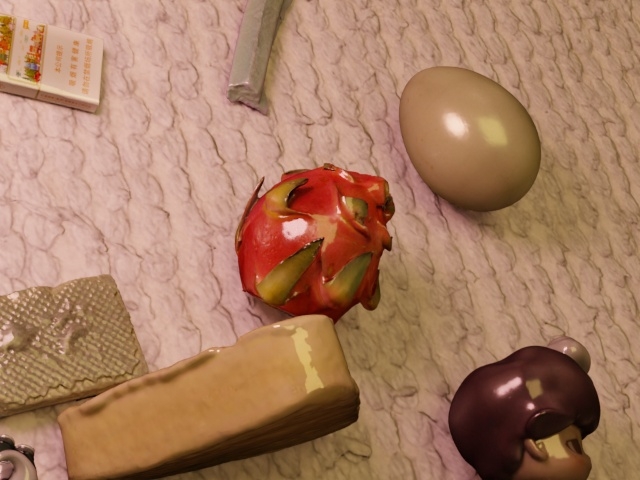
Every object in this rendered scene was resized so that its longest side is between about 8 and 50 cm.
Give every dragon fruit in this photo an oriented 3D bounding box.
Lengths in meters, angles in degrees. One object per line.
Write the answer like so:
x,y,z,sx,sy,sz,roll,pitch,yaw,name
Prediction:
-0.004,0.003,1.586,0.224,0.224,0.227,22,92,-16,dragon fruit

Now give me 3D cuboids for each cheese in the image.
-0.131,0.202,1.389,0.384,0.384,0.104,-7,74,-31,cheese

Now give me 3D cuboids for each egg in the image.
0.224,-0.159,1.825,0.189,0.188,0.253,-29,76,-37,egg

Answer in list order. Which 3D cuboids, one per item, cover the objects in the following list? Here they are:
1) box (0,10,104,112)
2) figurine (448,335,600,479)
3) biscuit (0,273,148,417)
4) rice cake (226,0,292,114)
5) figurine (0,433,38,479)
-0.412,-0.255,1.641,0.221,0.032,0.122,11,58,-22,box
0.308,0.302,1.550,0.218,0.206,0.365,28,30,-51,figurine
-0.345,0.128,1.440,0.252,0.052,0.150,-10,68,-32,biscuit
-0.091,-0.319,1.845,0.081,0.051,0.290,46,43,-42,rice cake
-0.350,0.293,1.279,0.147,0.126,0.192,43,28,-26,figurine
